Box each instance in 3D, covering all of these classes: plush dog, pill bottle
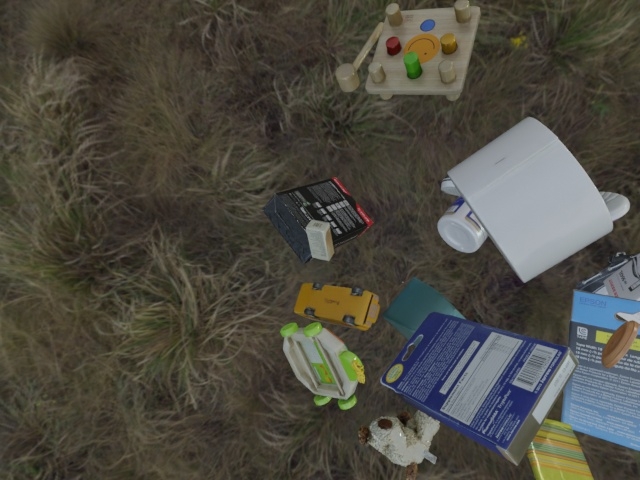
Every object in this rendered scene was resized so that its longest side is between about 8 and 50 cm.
[{"bbox_3d":[0.257,0.682,1.728,0.262,0.225,0.211,-3,91,-26],"label":"plush dog"},{"bbox_3d":[0.373,-0.071,1.188,0.112,0.112,0.187,40,68,10],"label":"pill bottle"}]

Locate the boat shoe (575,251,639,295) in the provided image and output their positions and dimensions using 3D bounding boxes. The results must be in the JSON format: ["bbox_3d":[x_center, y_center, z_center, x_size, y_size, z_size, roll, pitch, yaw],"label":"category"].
[{"bbox_3d":[0.969,0.085,1.606,0.301,0.108,0.102,-43,59,23],"label":"boat shoe"}]

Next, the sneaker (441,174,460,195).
[{"bbox_3d":[0.502,-0.187,1.408,0.320,0.126,0.128,3,83,3],"label":"sneaker"}]

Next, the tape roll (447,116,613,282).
[{"bbox_3d":[0.363,-0.070,0.891,0.169,0.246,0.246,-35,81,16],"label":"tape roll"}]

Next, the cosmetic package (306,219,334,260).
[{"bbox_3d":[0.000,0.000,1.443,0.060,0.115,0.041,12,45,24],"label":"cosmetic package"}]

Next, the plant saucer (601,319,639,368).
[{"bbox_3d":[0.456,0.157,0.768,0.013,0.083,0.084,33,91,19],"label":"plant saucer"}]

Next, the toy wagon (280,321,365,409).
[{"bbox_3d":[0.021,0.363,1.465,0.344,0.068,0.267,-13,105,50],"label":"toy wagon"}]

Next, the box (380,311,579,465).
[{"bbox_3d":[0.185,0.168,0.629,0.136,0.225,0.036,-49,115,-16],"label":"box"}]

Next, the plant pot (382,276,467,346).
[{"bbox_3d":[0.337,0.246,1.507,0.165,0.234,0.166,43,84,-20],"label":"plant pot"}]

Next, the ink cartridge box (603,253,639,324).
[{"bbox_3d":[0.897,0.115,1.364,0.085,0.148,0.203,30,126,-8],"label":"ink cartridge box"}]

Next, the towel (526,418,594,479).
[{"bbox_3d":[0.348,0.358,0.705,0.102,0.237,0.021,16,127,-10],"label":"towel"}]

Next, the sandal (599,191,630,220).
[{"bbox_3d":[0.751,-0.058,1.513,0.169,0.416,0.102,-37,100,-17],"label":"sandal"}]

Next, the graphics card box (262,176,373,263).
[{"bbox_3d":[0.001,-0.080,1.706,0.233,0.370,0.094,52,124,9],"label":"graphics card box"}]

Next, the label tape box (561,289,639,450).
[{"bbox_3d":[0.629,0.250,1.000,0.240,0.105,0.334,10,115,35],"label":"label tape box"}]

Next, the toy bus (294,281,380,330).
[{"bbox_3d":[0.055,0.209,1.582,0.332,0.130,0.108,2,67,48],"label":"toy bus"}]

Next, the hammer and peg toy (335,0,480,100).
[{"bbox_3d":[0.215,-0.504,1.316,0.361,0.127,0.266,10,74,27],"label":"hammer and peg toy"}]
